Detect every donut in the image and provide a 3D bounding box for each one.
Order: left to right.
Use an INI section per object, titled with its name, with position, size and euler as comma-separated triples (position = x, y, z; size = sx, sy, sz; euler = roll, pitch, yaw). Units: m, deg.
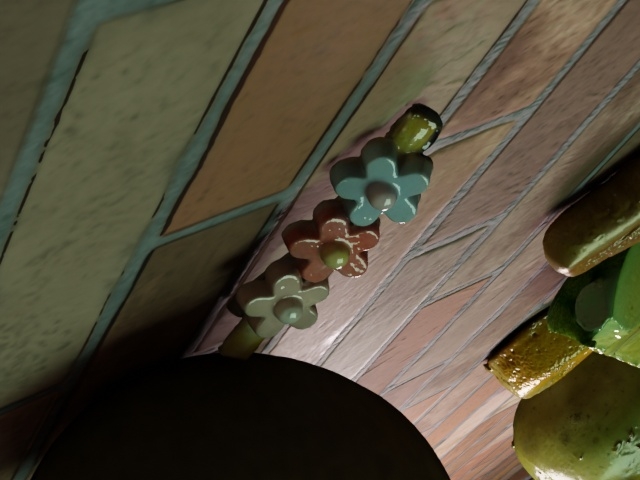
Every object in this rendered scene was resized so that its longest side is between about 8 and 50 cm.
[donut]
position = 0.279, 0.127, 1.721
size = 0.162, 0.065, 0.178
euler = -25, 162, -26

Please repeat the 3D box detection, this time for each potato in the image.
[potato]
position = 0.416, 0.237, 2.056
size = 0.304, 0.216, 0.216
euler = -42, 165, -4

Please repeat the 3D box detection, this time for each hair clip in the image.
[hair clip]
position = 0.001, 0.005, 0.844
size = 0.062, 0.056, 0.214
euler = 20, 135, -29

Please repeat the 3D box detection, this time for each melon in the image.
[melon]
position = 0.323, 0.055, 1.498
size = 0.196, 0.124, 0.323
euler = -46, 153, 18

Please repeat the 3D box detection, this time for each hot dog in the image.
[hot dog]
position = 0.306, -0.064, 1.205
size = 0.286, 0.061, 0.088
euler = -35, 161, 12

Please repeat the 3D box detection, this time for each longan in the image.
[longan]
position = -0.051, 0.196, 0.920
size = 0.300, 0.300, 0.243
euler = -26, 120, -23
